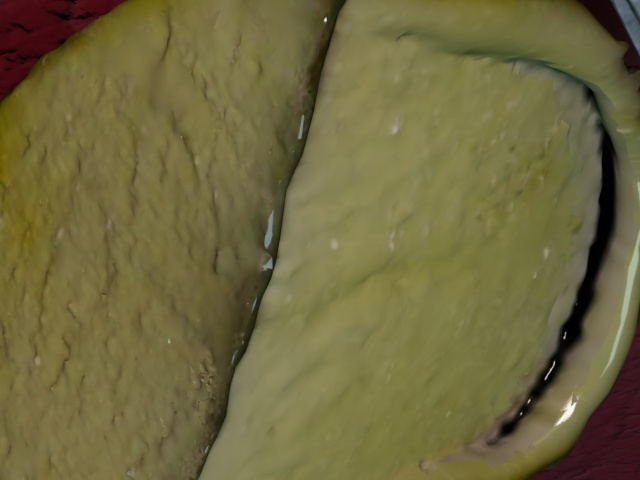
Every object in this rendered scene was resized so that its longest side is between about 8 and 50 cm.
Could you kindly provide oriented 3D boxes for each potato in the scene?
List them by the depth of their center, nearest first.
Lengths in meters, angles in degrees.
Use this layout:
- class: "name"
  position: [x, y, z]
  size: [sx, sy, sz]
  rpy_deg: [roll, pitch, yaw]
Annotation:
- class: "potato"
  position: [0.000, 0.000, 0.839]
  size: [0.280, 0.212, 0.330]
  rpy_deg: [-1, 117, -41]

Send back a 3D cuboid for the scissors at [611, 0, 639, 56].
- class: "scissors"
  position: [0.084, -0.183, 0.613]
  size: [0.192, 0.029, 0.447]
  rpy_deg: [-24, 139, 9]
